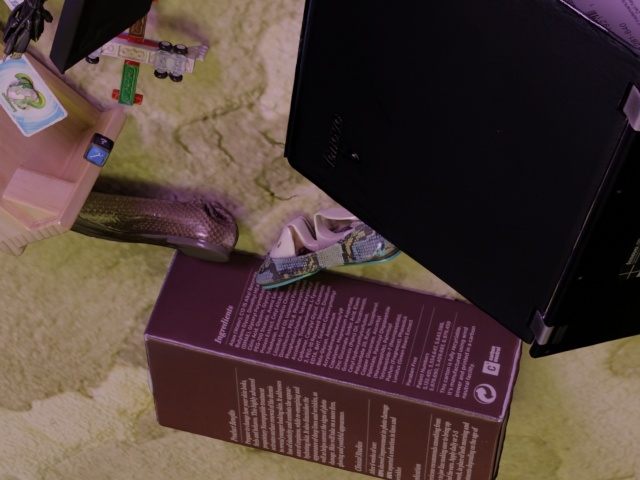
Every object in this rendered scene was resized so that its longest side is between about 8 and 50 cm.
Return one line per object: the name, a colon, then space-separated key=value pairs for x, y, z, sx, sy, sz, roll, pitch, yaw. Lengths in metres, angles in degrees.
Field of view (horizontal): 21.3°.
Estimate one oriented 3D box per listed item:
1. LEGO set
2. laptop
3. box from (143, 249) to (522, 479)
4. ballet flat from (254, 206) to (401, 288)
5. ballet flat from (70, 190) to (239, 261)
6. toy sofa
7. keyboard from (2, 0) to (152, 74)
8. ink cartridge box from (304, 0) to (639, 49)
LEGO set: x=-0.224 y=-0.186 z=1.519 sx=0.182 sy=0.060 sz=0.244 roll=-25 pitch=116 yaw=19
laptop: x=0.212 y=-0.107 z=1.282 sx=0.408 sy=0.236 sz=0.382 roll=-11 pitch=151 yaw=-13
box: x=0.016 y=0.142 z=1.815 sx=0.381 sy=0.143 sz=0.191 roll=11 pitch=145 yaw=7
ballet flat: x=0.000 y=0.000 z=1.703 sx=0.188 sy=0.070 sz=0.070 roll=-15 pitch=133 yaw=37
ballet flat: x=-0.199 y=-0.030 z=1.757 sx=0.250 sy=0.058 sz=0.084 roll=11 pitch=167 yaw=20
toy sofa: x=-0.379 y=-0.147 z=1.589 sx=0.362 sy=0.150 sz=0.177 roll=40 pitch=145 yaw=-28
keyboard: x=-0.164 y=-0.244 z=1.304 sx=0.033 sy=0.201 sz=0.317 roll=39 pitch=140 yaw=10
ink cartridge box: x=0.147 y=-0.212 z=1.280 sx=0.278 sy=0.117 sz=0.201 roll=-13 pitch=135 yaw=37
